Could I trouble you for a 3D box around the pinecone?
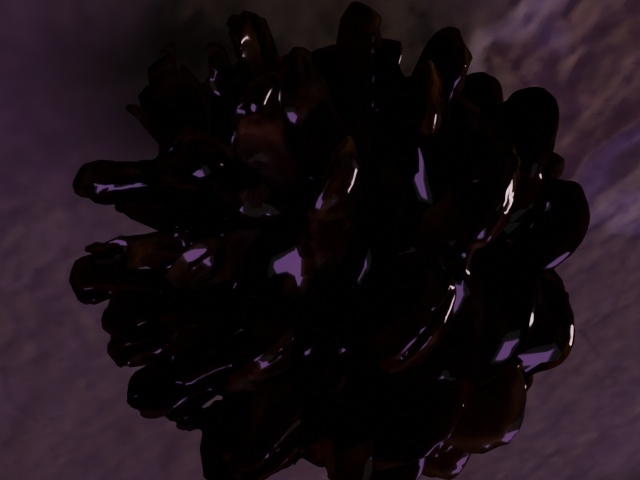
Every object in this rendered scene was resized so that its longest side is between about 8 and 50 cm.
[{"bbox_3d":[-0.001,0.001,0.381,0.121,0.140,0.140,33,122,-29],"label":"pinecone"}]
